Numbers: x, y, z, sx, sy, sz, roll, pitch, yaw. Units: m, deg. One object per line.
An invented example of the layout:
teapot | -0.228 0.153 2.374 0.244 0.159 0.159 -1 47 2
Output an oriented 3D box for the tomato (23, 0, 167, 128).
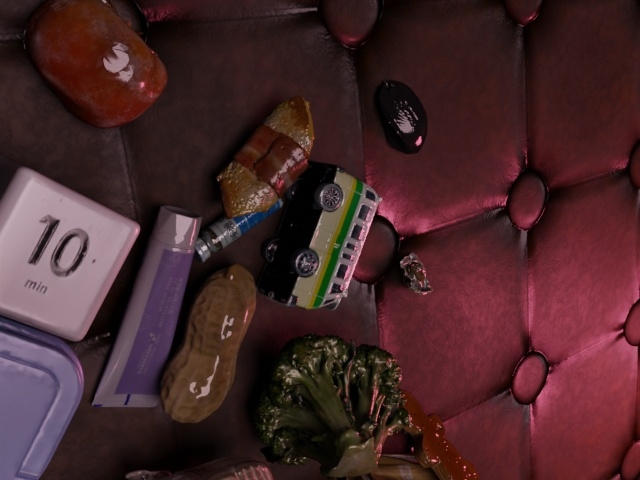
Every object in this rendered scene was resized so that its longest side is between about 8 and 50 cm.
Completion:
tomato | -0.327 -0.273 1.068 0.181 0.155 0.214 -52 125 -9

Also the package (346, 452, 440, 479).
package | 0.201 0.559 1.618 0.311 0.221 0.165 20 68 -37

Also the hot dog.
hot dog | -0.092 -0.141 1.284 0.261 0.123 0.093 -49 159 -8

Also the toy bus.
toy bus | 0.000 0.000 1.363 0.164 0.133 0.276 21 89 -36

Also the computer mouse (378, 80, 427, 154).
computer mouse | 0.176 -0.255 1.473 0.099 0.057 0.172 -39 117 -19

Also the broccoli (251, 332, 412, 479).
broccoli | 0.032 0.327 1.377 0.321 0.283 0.304 -8 117 -15

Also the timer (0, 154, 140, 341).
timer | -0.414 0.008 1.042 0.192 0.194 0.195 31 84 -36

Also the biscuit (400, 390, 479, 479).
biscuit | 0.257 0.472 1.616 0.049 0.197 0.302 -39 89 18

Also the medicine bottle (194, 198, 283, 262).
medicine bottle | -0.155 -0.031 1.301 0.191 0.051 0.051 -38 119 -22

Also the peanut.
peanut | -0.195 0.183 1.282 0.120 0.136 0.299 20 85 3

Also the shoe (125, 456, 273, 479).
shoe | -0.259 0.472 1.254 0.350 0.198 0.172 -20 113 -27

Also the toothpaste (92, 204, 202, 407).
toothpaste | -0.292 0.125 1.232 0.125 0.080 0.372 10 100 -40

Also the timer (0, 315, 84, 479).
timer | -0.569 0.252 1.004 0.394 0.173 0.395 -9 106 -34

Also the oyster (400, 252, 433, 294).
oyster | 0.212 0.078 1.599 0.098 0.037 0.100 -17 90 -50
